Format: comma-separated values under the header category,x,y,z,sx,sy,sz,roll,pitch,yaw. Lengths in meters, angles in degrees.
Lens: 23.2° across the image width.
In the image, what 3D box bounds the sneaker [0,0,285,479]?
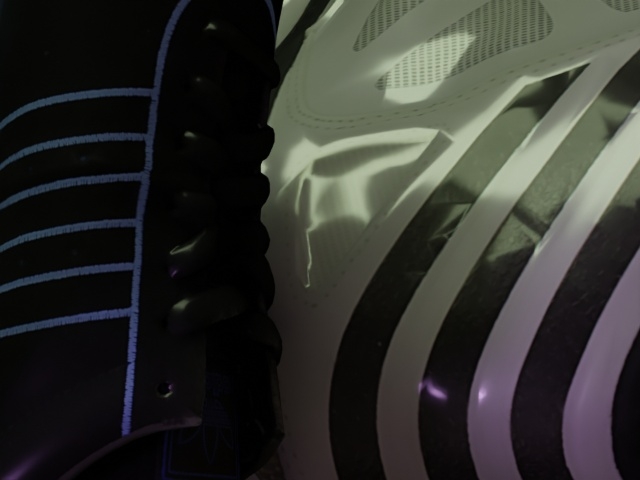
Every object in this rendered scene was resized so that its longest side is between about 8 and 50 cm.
category,x,y,z,sx,sy,sz,roll,pitch,yaw
sneaker,-0.040,0.003,0.344,0.090,0.232,0.081,23,2,30

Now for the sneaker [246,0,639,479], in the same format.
category,x,y,z,sx,sy,sz,roll,pitch,yaw
sneaker,0.101,-0.064,0.527,0.258,0.169,0.447,-2,39,25
